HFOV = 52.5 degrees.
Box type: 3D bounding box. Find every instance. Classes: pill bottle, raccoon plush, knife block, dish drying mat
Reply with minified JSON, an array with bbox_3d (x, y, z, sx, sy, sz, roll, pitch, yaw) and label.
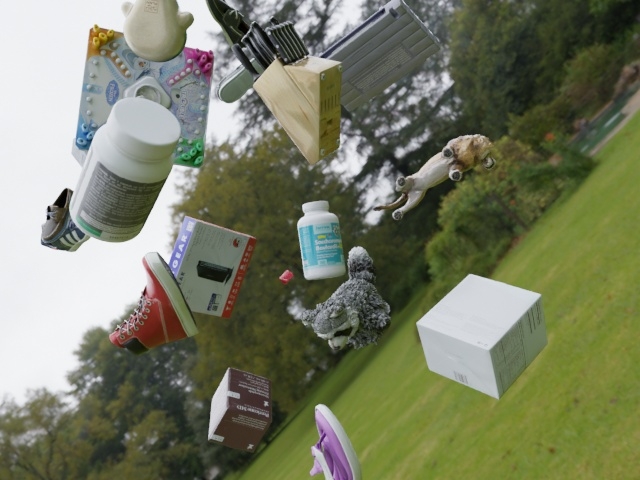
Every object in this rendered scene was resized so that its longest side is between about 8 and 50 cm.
[{"bbox_3d":[0.000,0.000,2.252,0.146,0.263,0.146,-9,-5,-1],"label":"pill bottle"},{"bbox_3d":[0.057,0.185,2.265,0.216,0.446,0.299,-37,-44,23],"label":"raccoon plush"},{"bbox_3d":[-0.078,-0.320,1.366,0.088,0.242,0.275,-38,-43,-46],"label":"knife block"},{"bbox_3d":[-0.502,-0.176,1.673,0.204,0.204,0.361,-38,-11,-51],"label":"pill bottle"},{"bbox_3d":[-0.119,0.128,2.275,0.008,0.032,0.083,-56,-4,26],"label":"dish drying mat"}]

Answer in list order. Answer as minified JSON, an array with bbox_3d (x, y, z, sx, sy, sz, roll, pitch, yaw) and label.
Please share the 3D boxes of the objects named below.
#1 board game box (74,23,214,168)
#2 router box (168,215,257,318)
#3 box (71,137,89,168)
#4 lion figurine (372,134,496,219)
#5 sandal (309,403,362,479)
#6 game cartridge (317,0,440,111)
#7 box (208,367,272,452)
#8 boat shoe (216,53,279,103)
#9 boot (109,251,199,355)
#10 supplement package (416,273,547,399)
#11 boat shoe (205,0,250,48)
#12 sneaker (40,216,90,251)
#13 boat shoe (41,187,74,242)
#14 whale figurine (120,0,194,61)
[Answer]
[{"bbox_3d":[-0.536,-0.445,2.018,0.050,0.390,0.389,169,107,-68],"label":"board game box"},{"bbox_3d":[-0.426,0.108,2.454,0.301,0.082,0.335,18,-88,-45],"label":"router box"},{"bbox_3d":[-0.687,-0.271,2.036,0.137,0.126,0.072,-25,-24,-41],"label":"box"},{"bbox_3d":[0.353,-0.205,2.024,0.392,0.142,0.240,-26,6,23],"label":"lion figurine"},{"bbox_3d":[0.030,0.597,1.675,0.102,0.169,0.416,-28,-51,-22],"label":"sandal"},{"bbox_3d":[0.159,-0.556,1.972,0.355,0.068,0.230,-30,-37,29],"label":"game cartridge"},{"bbox_3d":[-0.274,0.584,2.238,0.167,0.169,0.203,-60,19,25],"label":"box"},{"bbox_3d":[-0.278,-0.649,2.529,0.303,0.114,0.091,-32,34,-9],"label":"boat shoe"},{"bbox_3d":[-0.371,0.142,1.350,0.176,0.088,0.244,-20,-48,-10],"label":"boot"},{"bbox_3d":[0.365,0.209,1.451,0.203,0.149,0.194,-36,34,-29],"label":"supplement package"},{"bbox_3d":[-0.268,-0.668,1.922,0.233,0.079,0.083,54,-144,-50],"label":"boat shoe"},{"bbox_3d":[-0.939,-0.048,2.387,0.148,0.131,0.350,6,-29,-35],"label":"sneaker"},{"bbox_3d":[-0.798,-0.080,1.958,0.066,0.066,0.183,69,-147,-56],"label":"boat shoe"},{"bbox_3d":[-0.459,-0.650,1.859,0.141,0.217,0.271,-48,-32,-77],"label":"whale figurine"}]
